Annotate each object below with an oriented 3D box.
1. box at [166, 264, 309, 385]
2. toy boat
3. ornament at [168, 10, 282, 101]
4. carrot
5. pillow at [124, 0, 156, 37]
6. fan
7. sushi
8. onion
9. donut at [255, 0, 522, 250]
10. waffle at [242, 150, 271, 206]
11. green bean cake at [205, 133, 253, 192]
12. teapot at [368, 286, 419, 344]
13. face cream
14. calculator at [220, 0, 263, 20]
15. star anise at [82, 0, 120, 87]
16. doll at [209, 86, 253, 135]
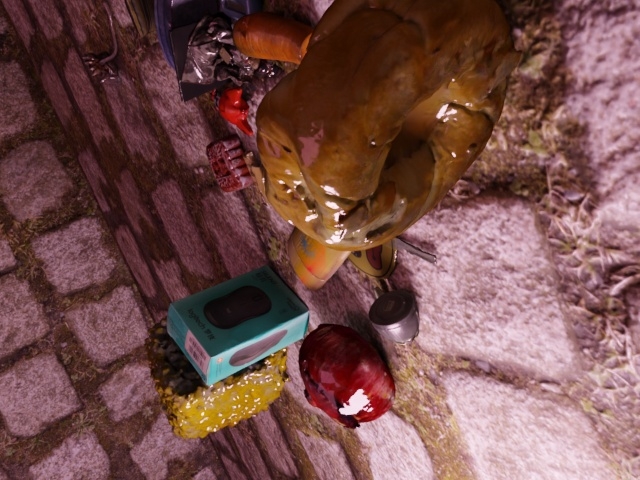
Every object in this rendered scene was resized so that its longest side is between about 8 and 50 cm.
[{"bbox_3d":[-0.207,0.206,1.572,0.205,0.312,0.118,47,139,29],"label":"box"},{"bbox_3d":[-0.283,-0.463,1.303,0.078,0.127,0.282,41,145,25],"label":"toy boat"},{"bbox_3d":[-0.172,-0.352,1.218,0.196,0.153,0.166,27,138,34],"label":"ornament"},{"bbox_3d":[-0.076,-0.362,1.096,0.194,0.087,0.087,20,132,37],"label":"carrot"},{"bbox_3d":[-0.435,-0.592,1.446,0.212,0.052,0.208,-101,-6,-67],"label":"pillow"},{"bbox_3d":[0.102,-0.013,1.178,0.335,0.011,0.229,28,137,49],"label":"fan"},{"bbox_3d":[-0.286,0.324,1.723,0.351,0.397,0.240,53,157,40],"label":"sushi"},{"bbox_3d":[0.051,0.300,1.355,0.246,0.190,0.246,52,169,15],"label":"onion"},{"bbox_3d":[0.076,-0.145,0.751,0.170,0.360,0.360,44,147,27],"label":"donut"},{"bbox_3d":[-0.146,-0.146,1.444,0.092,0.021,0.134,-146,33,-73],"label":"waffle"},{"bbox_3d":[-0.228,-0.189,1.528,0.135,0.056,0.135,-3,112,61],"label":"green bean cake"},{"bbox_3d":[0.151,0.145,1.184,0.092,0.124,0.090,-16,124,21],"label":"teapot"},{"bbox_3d":[0.000,0.000,1.283,0.139,0.067,0.285,59,154,14],"label":"face cream"},{"bbox_3d":[-0.158,-0.502,1.151,0.121,0.039,0.210,37,144,41],"label":"calculator"},{"bbox_3d":[-0.655,-0.611,1.915,0.228,0.219,0.148,-31,49,24],"label":"star anise"},{"bbox_3d":[-0.206,-0.302,1.388,0.169,0.057,0.109,25,137,48],"label":"doll"}]
